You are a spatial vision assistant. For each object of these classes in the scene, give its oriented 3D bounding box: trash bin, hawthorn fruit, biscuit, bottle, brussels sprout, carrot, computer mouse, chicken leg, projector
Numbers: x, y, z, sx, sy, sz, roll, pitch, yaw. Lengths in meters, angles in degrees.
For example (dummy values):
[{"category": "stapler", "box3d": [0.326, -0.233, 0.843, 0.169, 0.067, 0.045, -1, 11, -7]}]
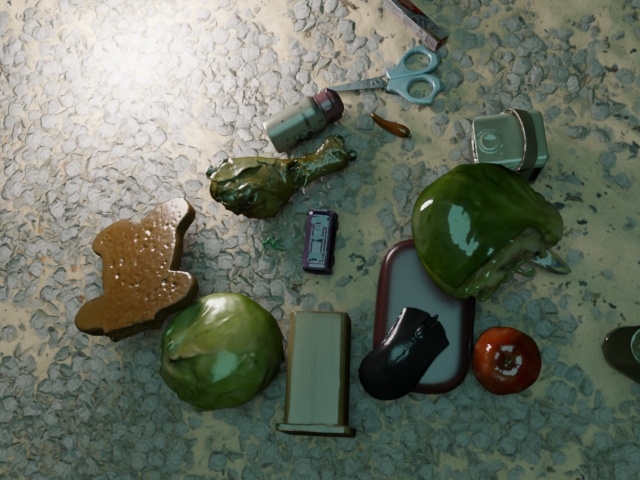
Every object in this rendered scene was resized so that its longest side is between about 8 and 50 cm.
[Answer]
[{"category": "trash bin", "box3d": [0.812, 0.291, 1.670, 0.243, 0.247, 0.121, 32, 87, 13]}, {"category": "hawthorn fruit", "box3d": [0.461, 0.298, 1.764, 0.189, 0.189, 0.189, -2, 78, 9]}, {"category": "biscuit", "box3d": [-0.499, 0.090, 1.949, 0.368, 0.076, 0.394, -21, 51, 13]}, {"category": "bottle", "box3d": [-0.044, -0.347, 2.013, 0.233, 0.110, 0.110, -28, 75, 2]}, {"category": "brussels sprout", "box3d": [0.388, -0.038, 1.699, 0.371, 0.276, 0.315, -9, 62, -26]}, {"category": "carrot", "box3d": [0.200, -0.326, 2.009, 0.142, 0.035, 0.035, 30, 85, 18]}, {"category": "computer mouse", "box3d": [0.206, 0.282, 1.747, 0.147, 0.088, 0.264, 37, 85, 11]}, {"category": "brussels sprout", "box3d": [-0.250, 0.297, 1.851, 0.327, 0.247, 0.328, -7, 60, 13]}, {"category": "chicken leg", "box3d": [-0.099, -0.188, 1.974, 0.429, 0.153, 0.202, -22, 84, -4]}, {"category": "projector", "box3d": [0.483, -0.236, 1.835, 0.177, 0.242, 0.164, -7, 79, 7]}]

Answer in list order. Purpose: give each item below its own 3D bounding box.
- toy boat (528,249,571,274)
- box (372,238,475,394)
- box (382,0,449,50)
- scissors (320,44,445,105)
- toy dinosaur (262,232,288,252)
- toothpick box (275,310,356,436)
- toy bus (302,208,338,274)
[{"category": "toy boat", "box3d": [0.562, 0.031, 1.858, 0.210, 0.066, 0.084, 30, 86, 13]}, {"category": "box", "box3d": [0.272, 0.195, 1.848, 0.263, 0.108, 0.404, 5, 80, 10]}, {"category": "box", "box3d": [0.275, -0.639, 2.047, 0.055, 0.040, 0.218, -36, 74, -23]}, {"category": "scissors", "box3d": [0.175, -0.457, 2.042, 0.360, 0.029, 0.191, -8, 73, 10]}, {"category": "toy dinosaur", "box3d": [-0.131, 0.015, 1.998, 0.062, 0.021, 0.083, -29, 71, 10]}, {"category": "toothpick box", "box3d": [-0.003, 0.347, 1.833, 0.187, 0.190, 0.308, 0, 73, 10]}, {"category": "toy bus", "box3d": [0.000, 0.000, 1.939, 0.086, 0.098, 0.179, 4, 79, 11]}]
